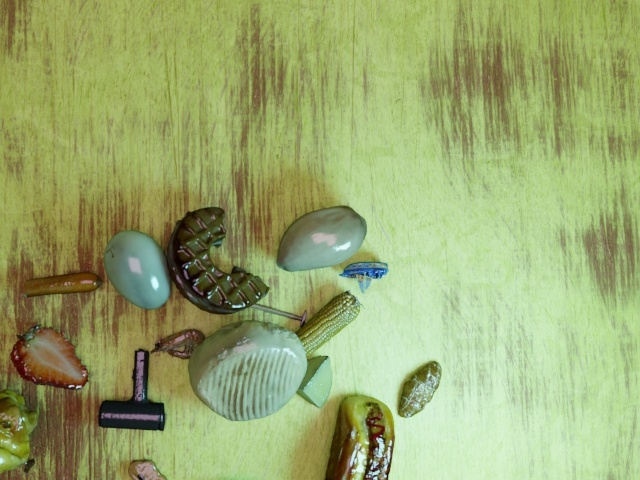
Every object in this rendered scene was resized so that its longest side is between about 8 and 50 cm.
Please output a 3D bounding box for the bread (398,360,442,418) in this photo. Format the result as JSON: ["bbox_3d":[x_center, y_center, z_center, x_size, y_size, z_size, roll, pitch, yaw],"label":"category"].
[{"bbox_3d":[0.349,0.518,1.934,0.105,0.076,0.233,39,79,-7],"label":"bread"}]

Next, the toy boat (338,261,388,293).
[{"bbox_3d":[0.149,0.130,1.916,0.175,0.091,0.110,1,69,-6],"label":"toy boat"}]

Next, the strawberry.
[{"bbox_3d":[-0.847,0.379,1.715,0.175,0.107,0.236,-28,93,-48],"label":"strawberry"}]

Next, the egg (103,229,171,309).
[{"bbox_3d":[-0.567,0.093,1.740,0.183,0.183,0.264,-26,97,-11],"label":"egg"}]

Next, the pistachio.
[{"bbox_3d":[0.000,0.000,1.854,0.332,0.208,0.226,-23,134,-5],"label":"pistachio"}]

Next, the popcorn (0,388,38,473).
[{"bbox_3d":[-0.958,0.537,1.578,0.316,0.297,0.281,-20,107,20],"label":"popcorn"}]

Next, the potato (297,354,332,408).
[{"bbox_3d":[-0.015,0.473,1.884,0.149,0.081,0.120,-50,126,-26],"label":"potato"}]

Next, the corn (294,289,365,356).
[{"bbox_3d":[0.009,0.293,1.874,0.305,0.106,0.106,-41,94,-6],"label":"corn"}]

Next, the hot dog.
[{"bbox_3d":[0.128,0.720,1.804,0.185,0.223,0.405,12,83,-6],"label":"hot dog"}]

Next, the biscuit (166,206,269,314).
[{"bbox_3d":[-0.346,0.076,1.775,0.268,0.115,0.366,-36,92,-43],"label":"biscuit"}]

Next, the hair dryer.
[{"bbox_3d":[-0.585,0.472,1.771,0.197,0.089,0.251,4,76,-8],"label":"hair dryer"}]

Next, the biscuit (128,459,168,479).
[{"bbox_3d":[-0.515,0.857,1.762,0.334,0.047,0.202,45,79,-5],"label":"biscuit"}]

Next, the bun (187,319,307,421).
[{"bbox_3d":[-0.223,0.398,1.751,0.362,0.234,0.326,-20,110,-4],"label":"bun"}]

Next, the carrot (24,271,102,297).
[{"bbox_3d":[-0.806,0.138,1.752,0.225,0.067,0.067,-7,87,-9],"label":"carrot"}]

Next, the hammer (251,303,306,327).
[{"bbox_3d":[-0.143,0.241,1.894,0.199,0.013,0.062,17,83,-9],"label":"hammer"}]

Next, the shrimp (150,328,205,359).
[{"bbox_3d":[-0.465,0.346,1.819,0.180,0.041,0.099,-12,103,-12],"label":"shrimp"}]
